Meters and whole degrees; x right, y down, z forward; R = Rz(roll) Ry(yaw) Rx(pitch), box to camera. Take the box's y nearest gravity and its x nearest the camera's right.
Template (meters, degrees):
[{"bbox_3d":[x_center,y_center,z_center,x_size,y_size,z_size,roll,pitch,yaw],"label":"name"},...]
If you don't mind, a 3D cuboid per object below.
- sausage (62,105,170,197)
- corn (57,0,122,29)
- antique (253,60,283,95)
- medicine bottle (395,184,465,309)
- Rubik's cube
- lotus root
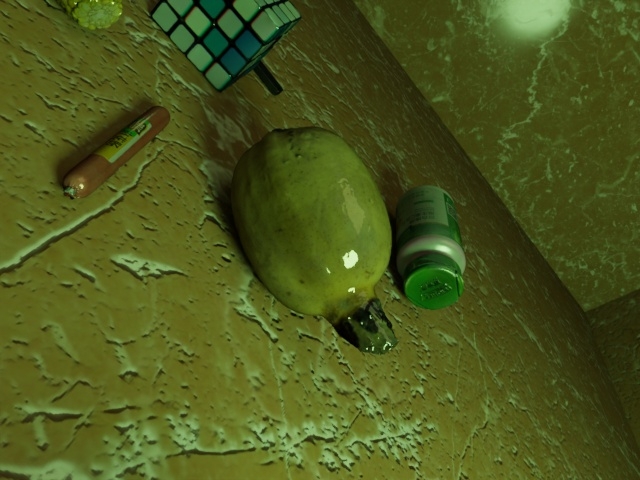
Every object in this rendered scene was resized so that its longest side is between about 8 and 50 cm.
[{"bbox_3d":[-0.214,-0.103,0.529,0.029,0.029,0.223,45,30,-20],"label":"sausage"},{"bbox_3d":[-0.323,-0.381,0.592,0.091,0.091,0.260,-27,83,-26],"label":"corn"},{"bbox_3d":[-0.141,-0.361,0.931,0.192,0.015,0.031,51,30,-9],"label":"antique"},{"bbox_3d":[0.218,0.009,0.976,0.133,0.133,0.274,43,30,-23],"label":"medicine bottle"},{"bbox_3d":[-0.145,-0.362,0.785,0.155,0.151,0.154,48,30,-17],"label":"Rubik's cube"},{"bbox_3d":[0.000,0.000,0.596,0.182,0.182,0.310,6,56,-55],"label":"lotus root"}]
